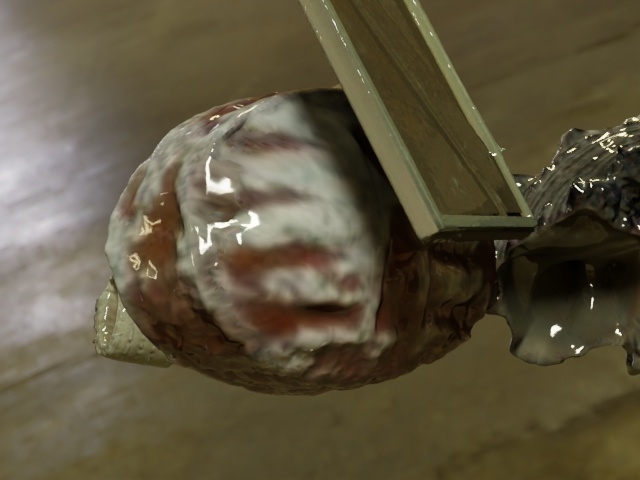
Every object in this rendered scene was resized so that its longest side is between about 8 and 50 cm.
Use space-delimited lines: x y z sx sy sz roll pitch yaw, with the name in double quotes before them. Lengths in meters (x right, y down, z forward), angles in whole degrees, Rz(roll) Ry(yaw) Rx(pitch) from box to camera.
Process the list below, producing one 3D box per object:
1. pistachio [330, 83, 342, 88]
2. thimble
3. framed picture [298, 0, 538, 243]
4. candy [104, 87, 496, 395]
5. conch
"pistachio" -0.014 -0.034 1.691 0.226 0.136 0.136 -56 10 19
"thimble" -0.216 0.093 2.351 0.090 0.102 0.115 11 30 -20
"framed picture" 0.040 -0.140 1.314 0.024 0.315 0.232 -31 -11 19
"candy" 0.000 0.000 1.369 0.289 0.214 0.157 -6 -3 -39
"conch" 0.262 0.018 1.538 0.313 0.241 0.186 -2 1 -6
